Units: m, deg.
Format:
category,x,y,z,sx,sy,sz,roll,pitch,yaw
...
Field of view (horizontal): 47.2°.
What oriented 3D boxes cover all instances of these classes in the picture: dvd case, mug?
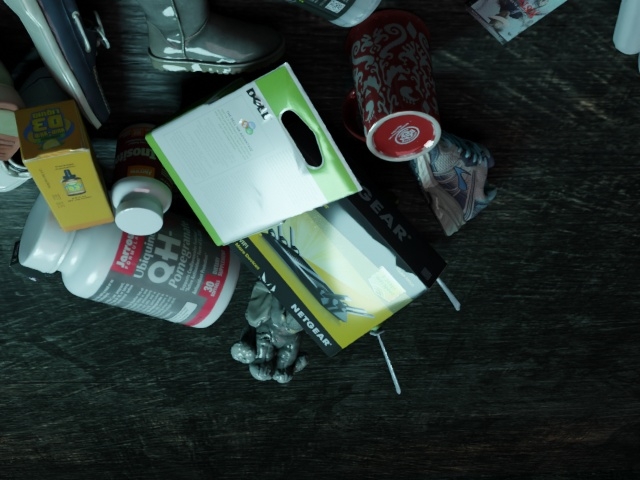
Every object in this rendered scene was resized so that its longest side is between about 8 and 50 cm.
category,x,y,z,sx,sy,sz,roll,pitch,yaw
dvd case,0.254,-0.305,0.916,0.119,0.013,0.087,-30,138,34
mug,0.094,-0.182,0.939,0.113,0.169,0.150,-1,145,-7

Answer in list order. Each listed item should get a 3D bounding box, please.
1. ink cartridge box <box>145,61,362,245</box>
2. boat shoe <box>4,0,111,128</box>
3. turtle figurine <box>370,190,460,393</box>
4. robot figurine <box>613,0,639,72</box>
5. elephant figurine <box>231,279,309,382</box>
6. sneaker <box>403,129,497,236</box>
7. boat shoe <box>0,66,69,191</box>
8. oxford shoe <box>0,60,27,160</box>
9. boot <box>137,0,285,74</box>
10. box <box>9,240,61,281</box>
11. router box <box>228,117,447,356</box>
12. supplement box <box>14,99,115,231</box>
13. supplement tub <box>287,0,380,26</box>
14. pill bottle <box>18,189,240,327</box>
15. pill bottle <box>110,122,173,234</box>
category,x,y,z,sx,sy,sz,roll,pitch,yaw
ink cartridge box,-0.076,-0.120,0.969,0.255,0.097,0.188,-18,112,35
boat shoe,-0.301,-0.246,0.864,0.079,0.095,0.254,-41,136,-21
turtle figurine,0.128,0.061,1.272,0.198,0.274,0.266,-29,141,-13
robot figurine,0.493,-0.268,0.833,0.300,0.199,0.353,-2,146,2
elephant figurine,-0.064,0.145,1.430,0.169,0.186,0.239,-16,135,-52
sneaker,0.193,-0.127,1.118,0.122,0.110,0.283,-31,144,6
boat shoe,-0.416,-0.131,1.026,0.268,0.088,0.096,-32,138,33
oxford shoe,-0.522,-0.127,0.984,0.397,0.146,0.141,-32,163,31
boot,-0.141,-0.293,0.849,0.190,0.076,0.208,-6,139,-2
box,-0.487,0.028,1.281,0.083,0.052,0.062,-17,142,19
router box,0.000,0.000,1.120,0.309,0.081,0.243,47,130,-1
supplement box,-0.328,-0.090,0.957,0.078,0.080,0.233,-13,164,-13
supplement tub,-0.024,-0.315,0.778,0.191,0.116,0.117,16,141,-29
pill bottle,-0.306,0.022,1.186,0.319,0.176,0.176,21,138,-33
pill bottle,-0.255,-0.088,1.051,0.086,0.152,0.086,-4,146,-2
